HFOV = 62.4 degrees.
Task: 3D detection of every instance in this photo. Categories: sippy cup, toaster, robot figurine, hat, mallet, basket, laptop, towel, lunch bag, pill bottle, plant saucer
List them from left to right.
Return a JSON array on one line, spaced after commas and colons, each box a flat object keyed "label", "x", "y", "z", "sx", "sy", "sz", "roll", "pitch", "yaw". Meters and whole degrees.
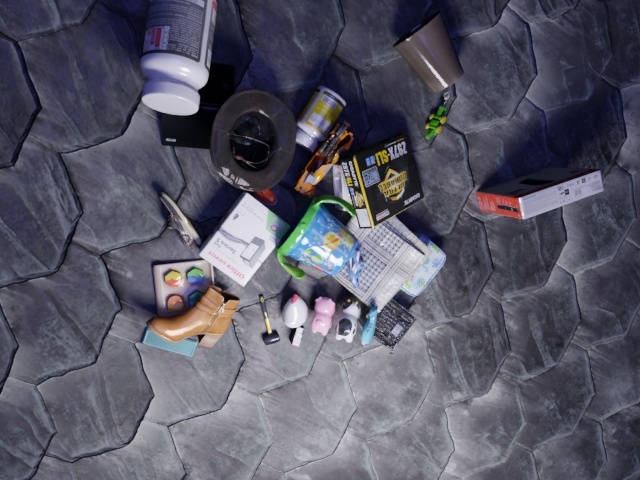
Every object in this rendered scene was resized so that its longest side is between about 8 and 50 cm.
[{"label": "plant saucer", "x": -0.546, "y": 0.370, "z": 1.914, "sx": 0.192, "sy": 0.018, "sz": 0.067, "roll": 19, "pitch": 94, "yaw": -14}, {"label": "pill bottle", "x": -0.445, "y": -0.594, "z": 1.641, "sx": 0.210, "sy": 0.210, "sz": 0.363, "roll": 7, "pitch": 83, "yaw": -14}, {"label": "laptop", "x": -0.417, "y": -0.464, "z": 1.809, "sx": 0.234, "sy": 0.136, "sz": 0.265, "roll": 3, "pitch": 73, "yaw": -14}, {"label": "hat", "x": -0.238, "y": -0.338, "z": 1.781, "sx": 0.331, "sy": 0.134, "sz": 0.332, "roll": -7, "pitch": 106, "yaw": -26}, {"label": "mallet", "x": -0.190, "y": 0.296, "z": 1.976, "sx": 0.062, "sy": 0.039, "sz": 0.190, "roll": -7, "pitch": 97, "yaw": -10}, {"label": "pill bottle", "x": -0.012, "y": -0.423, "z": 1.852, "sx": 0.119, "sy": 0.119, "sz": 0.209, "roll": 32, "pitch": 91, "yaw": -16}, {"label": "sippy cup", "x": 0.000, "y": 0.000, "z": 1.851, "sx": 0.224, "sy": 0.305, "sz": 0.240, "roll": 34, "pitch": 63, "yaw": -9}, {"label": "robot figurine", "x": 0.020, "y": -0.287, "z": 1.843, "sx": 0.085, "sy": 0.211, "sz": 0.291, "roll": 37, "pitch": 100, "yaw": -6}, {"label": "basket", "x": 0.110, "y": -0.199, "z": 1.920, "sx": 0.103, "sy": 0.113, "sz": 0.167, "roll": -7, "pitch": 101, "yaw": -14}, {"label": "towel", "x": 0.201, "y": 0.055, "z": 1.957, "sx": 0.312, "sy": 0.056, "sz": 0.324, "roll": 41, "pitch": 90, "yaw": 7}, {"label": "toaster", "x": 0.251, "y": 0.313, "z": 2.037, "sx": 0.168, "sy": 0.110, "sz": 0.186, "roll": 37, "pitch": 89, "yaw": -14}, {"label": "lunch bag", "x": 0.363, "y": 0.094, "z": 2.037, "sx": 0.176, "sy": 0.090, "sz": 0.219, "roll": 38, "pitch": 89, "yaw": -15}, {"label": "basket", "x": 0.404, "y": -0.663, "z": 1.895, "sx": 0.204, "sy": 0.154, "sz": 0.227, "roll": -40, "pitch": 109, "yaw": -2}]

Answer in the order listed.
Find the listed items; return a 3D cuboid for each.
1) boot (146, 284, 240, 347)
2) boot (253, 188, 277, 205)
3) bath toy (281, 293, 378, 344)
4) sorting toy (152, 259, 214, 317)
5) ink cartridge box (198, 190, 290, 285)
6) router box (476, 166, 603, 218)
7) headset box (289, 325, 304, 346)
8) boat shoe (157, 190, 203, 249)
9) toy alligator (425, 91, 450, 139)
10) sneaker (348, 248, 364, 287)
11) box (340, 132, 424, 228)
[{"label": "boot", "x": -0.434, "y": 0.254, "z": 1.835, "sx": 0.283, "sy": 0.109, "sz": 0.220, "roll": 23, "pitch": 108, "yaw": -30}, {"label": "boot", "x": -0.213, "y": -0.179, "z": 1.866, "sx": 0.158, "sy": 0.084, "sz": 0.059, "roll": 42, "pitch": 87, "yaw": -17}, {"label": "bath toy", "x": 0.030, "y": 0.266, "z": 1.931, "sx": 0.348, "sy": 0.151, "sz": 0.129, "roll": 9, "pitch": 122, "yaw": 10}, {"label": "sorting toy", "x": -0.483, "y": 0.172, "z": 1.885, "sx": 0.208, "sy": 0.038, "sz": 0.193, "roll": -5, "pitch": 100, "yaw": -12}, {"label": "ink cartridge box", "x": -0.269, "y": -0.007, "z": 1.864, "sx": 0.198, "sy": 0.115, "sz": 0.273, "roll": 38, "pitch": 90, "yaw": -16}, {"label": "router box", "x": 0.810, "y": -0.184, "z": 1.984, "sx": 0.335, "sy": 0.301, "sz": 0.082, "roll": -19, "pitch": 103, "yaw": -10}, {"label": "headset box", "x": -0.091, "y": 0.357, "z": 1.992, "sx": 0.032, "sy": 0.062, "sz": 0.083, "roll": 17, "pitch": 96, "yaw": -14}, {"label": "boat shoe", "x": -0.495, "y": -0.064, "z": 1.822, "sx": 0.073, "sy": 0.080, "sz": 0.224, "roll": -38, "pitch": 110, "yaw": -10}, {"label": "toy alligator", "x": 0.448, "y": -0.462, "z": 1.988, "sx": 0.051, "sy": 0.056, "sz": 0.190, "roll": 21, "pitch": 94, "yaw": -57}, {"label": "sneaker", "x": 0.133, "y": 0.100, "z": 1.917, "sx": 0.059, "sy": 0.053, "sz": 0.144, "roll": -3, "pitch": 90, "yaw": 2}, {"label": "box", "x": 0.227, "y": -0.216, "z": 1.882, "sx": 0.322, "sy": 0.079, "sz": 0.257, "roll": -28, "pitch": 106, "yaw": -40}]
